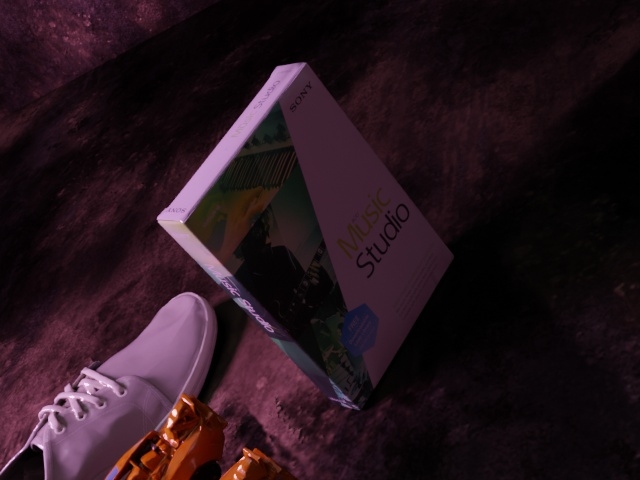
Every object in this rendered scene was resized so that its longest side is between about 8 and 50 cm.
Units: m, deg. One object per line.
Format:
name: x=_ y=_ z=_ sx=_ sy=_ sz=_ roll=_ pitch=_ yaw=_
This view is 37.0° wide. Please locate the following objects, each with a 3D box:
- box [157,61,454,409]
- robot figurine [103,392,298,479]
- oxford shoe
box: x=0.000 y=0.000 z=1.053 sx=0.058 sy=0.322 sz=0.232 roll=1 pitch=50 yaw=51
robot figurine: x=-0.166 y=0.301 z=0.909 sx=0.211 sy=0.085 sz=0.291 roll=29 pitch=77 yaw=38
oxford shoe: x=-0.289 y=0.235 z=1.243 sx=0.169 sy=0.130 sz=0.449 roll=3 pitch=50 yaw=49
